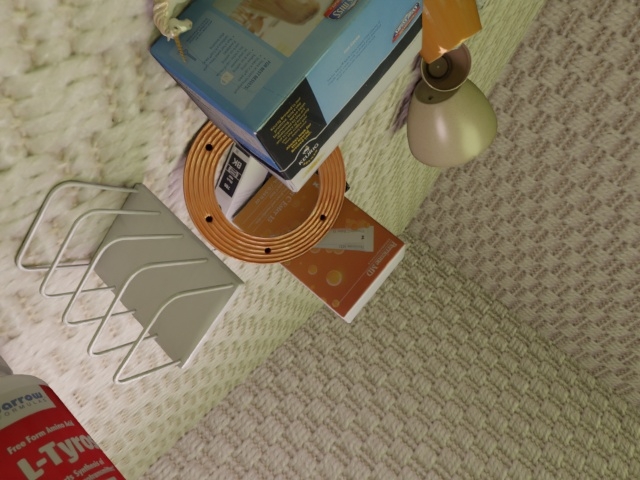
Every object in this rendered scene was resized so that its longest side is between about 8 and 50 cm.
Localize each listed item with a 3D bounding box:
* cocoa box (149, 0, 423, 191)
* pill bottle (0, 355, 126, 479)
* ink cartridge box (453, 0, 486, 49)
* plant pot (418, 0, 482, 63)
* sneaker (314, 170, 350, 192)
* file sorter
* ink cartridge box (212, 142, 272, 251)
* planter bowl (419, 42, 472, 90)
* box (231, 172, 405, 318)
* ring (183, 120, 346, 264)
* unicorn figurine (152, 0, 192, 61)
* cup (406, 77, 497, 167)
[{"bbox_3d":[-0.032,-0.302,0.706,0.347,0.231,0.228,-49,162,-3],"label":"cocoa box"},{"bbox_3d":[-0.483,0.365,0.698,0.229,0.407,0.229,-45,165,-16],"label":"pill bottle"},{"bbox_3d":[0.350,-0.657,1.136,0.223,0.129,0.308,-33,158,-47],"label":"ink cartridge box"},{"bbox_3d":[0.241,-0.495,0.954,0.205,0.188,0.205,-32,-167,8],"label":"plant pot"},{"bbox_3d":[-0.012,-0.154,1.371,0.267,0.106,0.101,-35,160,-40],"label":"sneaker"},{"bbox_3d":[-0.308,0.061,0.720,0.193,0.277,0.173,-54,162,15],"label":"file sorter"},{"bbox_3d":[-0.168,-0.133,1.056,0.165,0.065,0.333,-27,152,-57],"label":"ink cartridge box"},{"bbox_3d":[0.395,-0.571,1.466,0.162,0.162,0.109,-53,-168,12],"label":"planter bowl"},{"bbox_3d":[0.000,0.000,1.070,0.215,0.345,0.168,-50,165,-5],"label":"box"},{"bbox_3d":[-0.107,-0.115,0.917,0.337,0.336,0.032,-49,-154,-4],"label":"ring"},{"bbox_3d":[-0.179,-0.336,0.571,0.111,0.060,0.162,-44,148,-18],"label":"unicorn figurine"},{"bbox_3d":[0.449,-0.465,1.618,0.331,0.331,0.237,-48,141,-6],"label":"cup"}]
